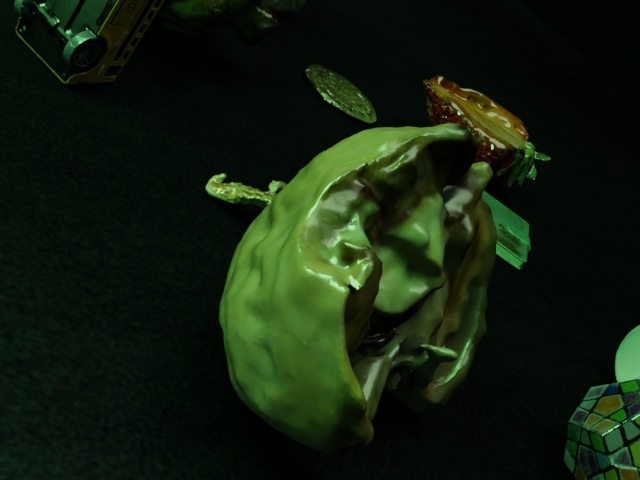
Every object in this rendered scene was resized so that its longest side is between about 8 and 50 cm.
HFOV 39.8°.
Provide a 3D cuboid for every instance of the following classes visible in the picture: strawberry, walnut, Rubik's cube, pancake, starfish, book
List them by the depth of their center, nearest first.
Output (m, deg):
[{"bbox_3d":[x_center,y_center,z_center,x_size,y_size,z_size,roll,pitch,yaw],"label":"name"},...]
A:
[{"bbox_3d":[0.025,0.018,0.578,0.141,0.204,0.238,13,5,27],"label":"walnut"},{"bbox_3d":[0.252,0.167,0.713,0.111,0.111,0.093,24,55,-25],"label":"Rubik's cube"},{"bbox_3d":[-0.006,0.008,0.730,0.210,0.053,0.150,32,12,0],"label":"starfish"},{"bbox_3d":[0.213,-0.020,1.076,0.103,0.017,0.135,36,25,-1],"label":"book"},{"bbox_3d":[0.027,-0.188,1.130,0.115,0.011,0.115,29,26,-16],"label":"pancake"},{"bbox_3d":[0.215,-0.139,1.205,0.192,0.085,0.140,15,40,-30],"label":"strawberry"}]

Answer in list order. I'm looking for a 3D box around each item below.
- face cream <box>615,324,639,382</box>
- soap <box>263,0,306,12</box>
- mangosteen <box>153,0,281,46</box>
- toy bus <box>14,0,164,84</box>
[{"bbox_3d":[0.462,0.180,0.956,0.346,0.102,0.102,28,26,-22],"label":"face cream"},{"bbox_3d":[-0.095,-0.420,1.222,0.199,0.138,0.182,40,26,5],"label":"soap"},{"bbox_3d":[-0.143,-0.333,0.902,0.288,0.233,0.287,27,5,-2],"label":"mangosteen"},{"bbox_3d":[-0.168,-0.226,0.730,0.083,0.194,0.088,46,23,17],"label":"toy bus"}]
